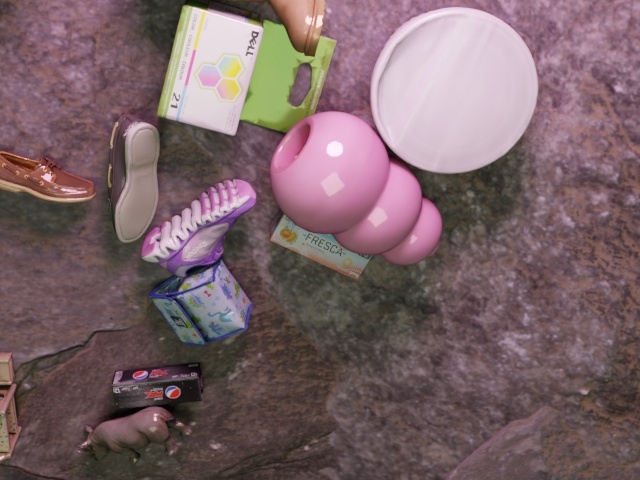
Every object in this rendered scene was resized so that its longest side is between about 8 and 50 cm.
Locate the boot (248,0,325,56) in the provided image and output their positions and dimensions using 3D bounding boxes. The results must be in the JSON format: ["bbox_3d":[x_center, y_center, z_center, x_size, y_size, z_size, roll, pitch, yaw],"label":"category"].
[{"bbox_3d":[-0.133,-0.375,1.329,0.269,0.236,0.089,4,138,-9],"label":"boot"}]

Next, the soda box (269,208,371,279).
[{"bbox_3d":[0.000,0.000,1.593,0.183,0.058,0.063,25,110,-16],"label":"soda box"}]

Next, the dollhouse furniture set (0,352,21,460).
[{"bbox_3d":[-0.667,0.316,1.664,0.161,0.101,0.182,0,115,-4],"label":"dollhouse furniture set"}]

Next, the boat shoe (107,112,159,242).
[{"bbox_3d":[-0.327,-0.106,1.515,0.081,0.069,0.228,-14,129,-43],"label":"boat shoe"}]

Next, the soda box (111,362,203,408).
[{"bbox_3d":[-0.313,0.281,1.701,0.169,0.053,0.060,-5,116,-2],"label":"soda box"}]

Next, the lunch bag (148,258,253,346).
[{"bbox_3d":[-0.222,0.121,1.618,0.151,0.096,0.129,-20,118,20],"label":"lunch bag"}]

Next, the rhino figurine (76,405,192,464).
[{"bbox_3d":[-0.382,0.385,1.729,0.243,0.073,0.106,-18,130,21],"label":"rhino figurine"}]

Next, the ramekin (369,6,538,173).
[{"bbox_3d":[0.209,-0.256,1.452,0.273,0.127,0.273,-2,116,-4],"label":"ramekin"}]

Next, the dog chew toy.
[{"bbox_3d":[0.077,-0.071,1.496,0.332,0.206,0.206,34,108,-26],"label":"dog chew toy"}]

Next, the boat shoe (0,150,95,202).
[{"bbox_3d":[-0.473,-0.108,1.502,0.178,0.064,0.060,12,115,-7],"label":"boat shoe"}]

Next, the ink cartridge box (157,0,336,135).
[{"bbox_3d":[-0.117,-0.269,1.438,0.255,0.097,0.189,14,113,-10],"label":"ink cartridge box"}]

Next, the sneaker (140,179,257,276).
[{"bbox_3d":[-0.200,-0.014,1.559,0.236,0.095,0.104,-33,120,16],"label":"sneaker"}]
